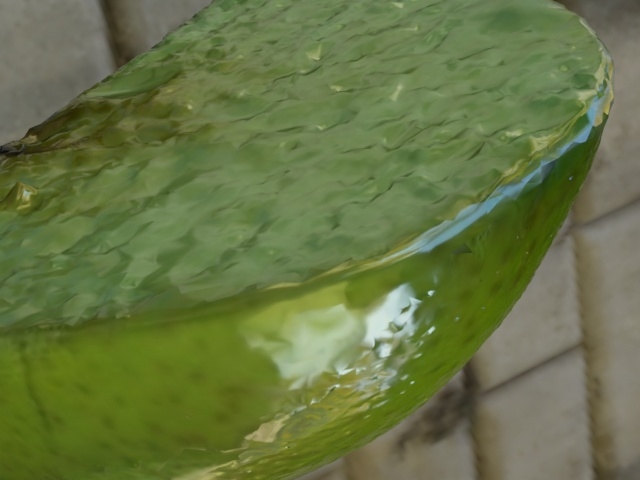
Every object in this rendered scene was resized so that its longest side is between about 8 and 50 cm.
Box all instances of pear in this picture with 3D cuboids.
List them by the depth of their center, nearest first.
[{"bbox_3d":[0.000,0.005,0.618,0.239,0.288,0.139,-7,-64,43],"label":"pear"}]
